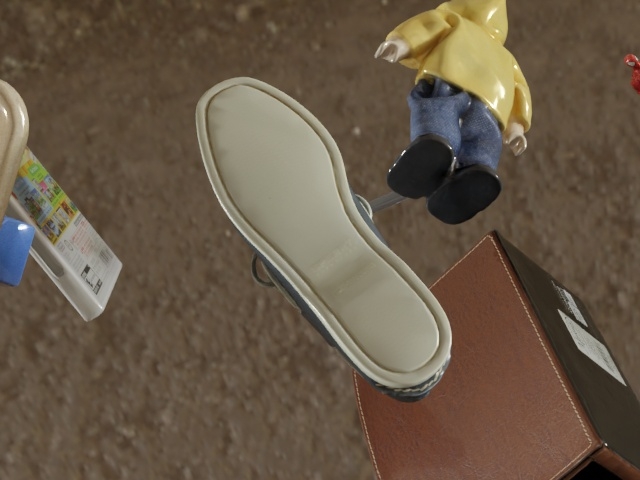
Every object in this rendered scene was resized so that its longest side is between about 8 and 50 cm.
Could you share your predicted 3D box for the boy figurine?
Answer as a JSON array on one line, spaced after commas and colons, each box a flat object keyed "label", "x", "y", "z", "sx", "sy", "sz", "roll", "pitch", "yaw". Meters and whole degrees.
[{"label": "boy figurine", "x": 0.130, "y": -0.156, "z": 1.509, "sx": 0.177, "sy": 0.092, "sz": 0.285, "roll": 29, "pitch": 43, "yaw": -19}]

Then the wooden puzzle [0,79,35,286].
[{"label": "wooden puzzle", "x": -0.323, "y": 0.060, "z": 1.174, "sx": 0.322, "sy": 0.080, "sz": 0.347, "roll": 0, "pitch": 77, "yaw": 52}]

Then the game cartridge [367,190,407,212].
[{"label": "game cartridge", "x": 0.086, "y": -0.050, "z": 1.657, "sx": 0.056, "sy": 0.017, "sz": 0.083, "roll": -19, "pitch": 4, "yaw": 31}]

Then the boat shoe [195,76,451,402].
[{"label": "boat shoe", "x": 0.000, "y": 0.000, "z": 1.046, "sx": 0.095, "sy": 0.079, "sz": 0.254, "roll": -37, "pitch": 73, "yaw": -15}]

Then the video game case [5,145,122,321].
[{"label": "video game case", "x": -0.289, "y": -0.024, "z": 1.622, "sx": 0.026, "sy": 0.206, "sz": 0.227, "roll": -37, "pitch": 10, "yaw": 5}]

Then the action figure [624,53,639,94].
[{"label": "action figure", "x": 0.327, "y": -0.133, "z": 1.431, "sx": 0.115, "sy": 0.030, "sz": 0.038, "roll": 40, "pitch": 83, "yaw": 1}]

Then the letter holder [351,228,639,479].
[{"label": "letter holder", "x": 0.170, "y": 0.179, "z": 1.416, "sx": 0.214, "sy": 0.152, "sz": 0.302, "roll": -42, "pitch": 35, "yaw": 17}]
